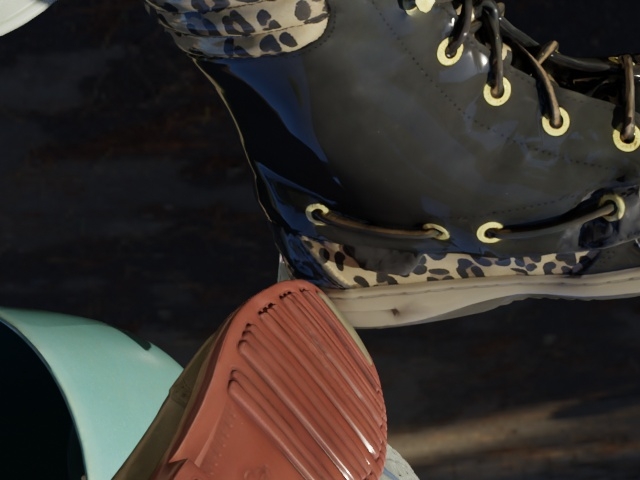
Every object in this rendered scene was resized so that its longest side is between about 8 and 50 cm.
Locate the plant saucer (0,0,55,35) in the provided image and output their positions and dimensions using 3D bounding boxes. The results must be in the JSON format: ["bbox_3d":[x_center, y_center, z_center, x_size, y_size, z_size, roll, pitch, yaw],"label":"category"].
[{"bbox_3d":[-0.340,-0.327,1.091,0.400,0.100,0.400,-3,112,-7],"label":"plant saucer"}]

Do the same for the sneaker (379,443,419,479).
[{"bbox_3d":[-0.016,0.233,1.027,0.129,0.111,0.297,-32,174,34],"label":"sneaker"}]

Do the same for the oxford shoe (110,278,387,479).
[{"bbox_3d":[-0.062,0.128,0.735,0.130,0.123,0.348,-34,-172,27],"label":"oxford shoe"}]

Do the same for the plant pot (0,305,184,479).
[{"bbox_3d":[-0.215,0.192,1.156,0.293,0.293,0.235,-20,167,32],"label":"plant pot"}]

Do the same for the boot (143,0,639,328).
[{"bbox_3d":[0.100,-0.101,0.779,0.377,0.138,0.284,-13,133,25],"label":"boot"}]

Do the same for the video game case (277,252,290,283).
[{"bbox_3d":[0.000,0.000,1.179,0.042,0.210,0.232,5,-174,6],"label":"video game case"}]
